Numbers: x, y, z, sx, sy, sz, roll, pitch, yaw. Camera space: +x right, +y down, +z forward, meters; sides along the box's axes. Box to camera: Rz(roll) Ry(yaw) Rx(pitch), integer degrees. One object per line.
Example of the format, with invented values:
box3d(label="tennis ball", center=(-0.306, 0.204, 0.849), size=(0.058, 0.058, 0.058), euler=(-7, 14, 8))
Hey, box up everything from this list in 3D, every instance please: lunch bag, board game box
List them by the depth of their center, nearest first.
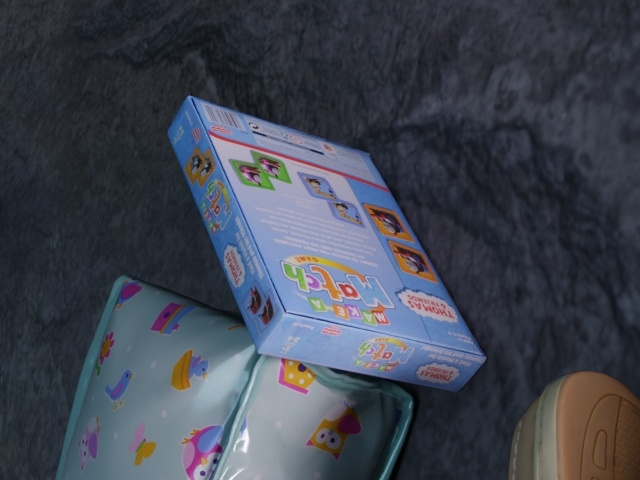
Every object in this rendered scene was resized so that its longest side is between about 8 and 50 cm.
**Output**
box3d(label="board game box", center=(0.000, 0.000, 0.836), size=(0.039, 0.160, 0.211), euler=(-55, 40, 26))
box3d(label="lunch bag", center=(-0.084, 0.181, 0.886), size=(0.223, 0.160, 0.262), euler=(15, 84, 53))

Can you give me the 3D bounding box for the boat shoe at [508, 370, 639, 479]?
box3d(label="boat shoe", center=(0.123, 0.235, 0.618), size=(0.110, 0.121, 0.341), euler=(-24, 60, 46))
